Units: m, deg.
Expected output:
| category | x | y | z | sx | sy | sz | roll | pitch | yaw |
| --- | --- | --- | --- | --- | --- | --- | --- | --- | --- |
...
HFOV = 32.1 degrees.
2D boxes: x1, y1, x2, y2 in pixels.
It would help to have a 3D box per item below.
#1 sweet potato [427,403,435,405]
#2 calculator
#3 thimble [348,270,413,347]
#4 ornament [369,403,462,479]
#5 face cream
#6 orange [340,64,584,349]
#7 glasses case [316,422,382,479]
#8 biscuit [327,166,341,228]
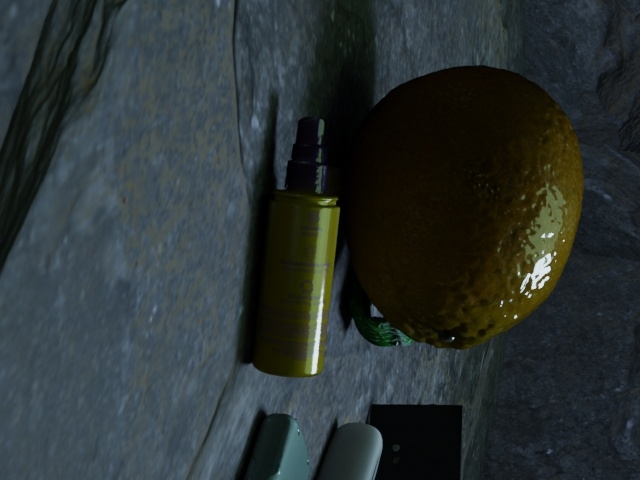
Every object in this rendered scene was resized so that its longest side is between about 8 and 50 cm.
| category | x | y | z | sx | sy | sz | roll | pitch | yaw |
| --- | --- | --- | --- | --- | --- | --- | --- | --- | --- |
| sweet potato | 0.200 | 0.453 | 2.186 | 0.341 | 0.092 | 0.114 | -57 | 134 | -59 |
| calculator | -0.061 | 0.309 | 1.254 | 0.141 | 0.045 | 0.246 | 77 | 26 | -52 |
| thimble | 0.099 | 0.085 | 1.595 | 0.090 | 0.118 | 0.130 | 67 | 16 | -55 |
| ornament | 0.157 | 0.384 | 1.870 | 0.196 | 0.166 | 0.153 | 76 | 17 | -56 |
| face cream | -0.022 | 0.005 | 1.183 | 0.078 | 0.078 | 0.273 | -15 | 112 | -74 |
| orange | 0.178 | -0.041 | 1.431 | 0.322 | 0.322 | 0.356 | 49 | 46 | -70 |
| glasses case | 0.035 | 0.337 | 1.560 | 0.193 | 0.074 | 0.049 | -69 | 157 | -43 |
| biscuit | 0.000 | -0.003 | 1.362 | 0.133 | 0.027 | 0.184 | 30 | 69 | -75 |
